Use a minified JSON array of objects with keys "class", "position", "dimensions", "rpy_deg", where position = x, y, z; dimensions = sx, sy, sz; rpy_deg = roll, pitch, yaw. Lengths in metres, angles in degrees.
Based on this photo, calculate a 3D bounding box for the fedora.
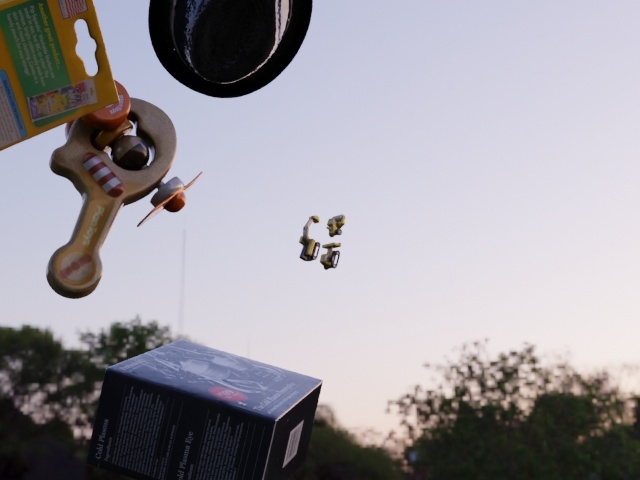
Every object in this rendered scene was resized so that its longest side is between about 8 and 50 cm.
[{"class":"fedora","position":[-0.155,-0.403,1.647],"dimensions":[0.334,0.334,0.152],"rpy_deg":[3,26,-14]}]

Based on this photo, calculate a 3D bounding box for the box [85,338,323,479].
[{"class":"box","position":[-0.195,0.324,1.645],"dimensions":[0.312,0.179,0.343],"rpy_deg":[13,5,12]}]

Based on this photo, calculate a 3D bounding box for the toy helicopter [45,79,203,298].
[{"class":"toy helicopter","position":[-0.322,-0.066,1.429],"dimensions":[0.235,0.355,0.140],"rpy_deg":[24,-27,-16]}]

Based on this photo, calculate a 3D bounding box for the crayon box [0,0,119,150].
[{"class":"crayon box","position":[-0.451,-0.225,1.216],"dimensions":[0.323,0.083,0.203],"rpy_deg":[-28,-44,-23]}]

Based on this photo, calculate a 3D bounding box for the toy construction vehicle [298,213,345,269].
[{"class":"toy construction vehicle","position":[0.000,0.000,1.489],"dimensions":[0.035,0.098,0.086],"rpy_deg":[30,-24,-33]}]
